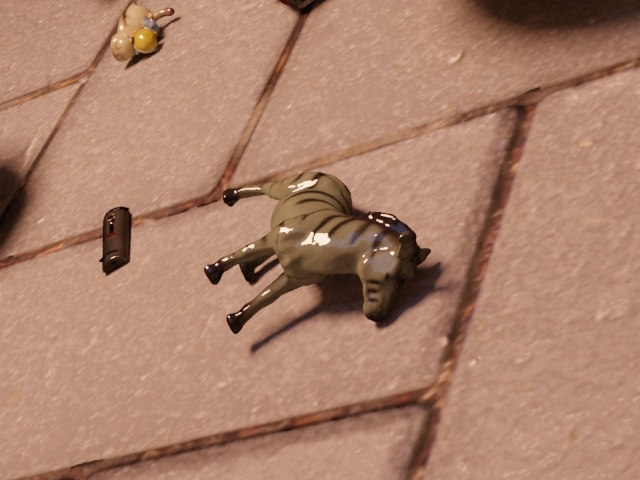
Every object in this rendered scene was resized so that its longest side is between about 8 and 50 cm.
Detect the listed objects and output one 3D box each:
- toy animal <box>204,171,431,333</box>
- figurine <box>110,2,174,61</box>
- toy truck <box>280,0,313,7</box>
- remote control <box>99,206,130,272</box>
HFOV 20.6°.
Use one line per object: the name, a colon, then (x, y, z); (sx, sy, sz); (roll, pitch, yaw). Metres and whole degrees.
toy animal: (-0.003, -0.004, 1.403); (0.176, 0.073, 0.217); (-23, 26, 12)
figurine: (-0.201, -0.237, 1.990); (0.051, 0.047, 0.083); (-5, 45, 28)
toy truck: (0.030, -0.368, 1.854); (0.270, 0.114, 0.135); (-41, 32, -9)
remote control: (-0.196, -0.002, 1.663); (0.034, 0.016, 0.091); (-26, 31, 10)
